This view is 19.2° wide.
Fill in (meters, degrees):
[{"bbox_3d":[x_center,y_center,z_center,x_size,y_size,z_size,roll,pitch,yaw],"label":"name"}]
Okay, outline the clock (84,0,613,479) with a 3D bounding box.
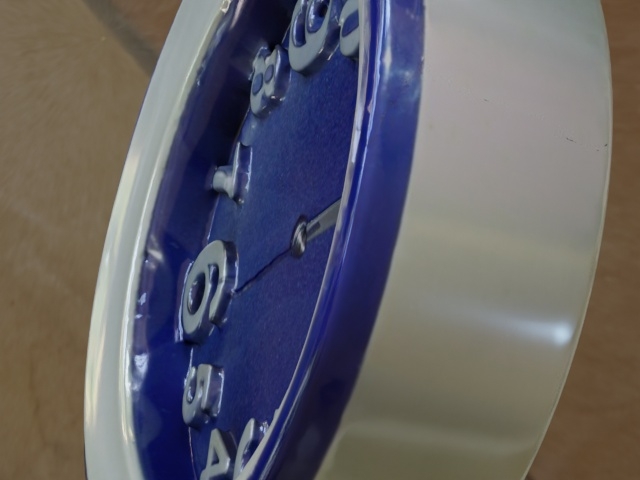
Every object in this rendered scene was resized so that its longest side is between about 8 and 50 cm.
[{"bbox_3d":[0.000,0.000,0.572,0.083,0.230,0.230,16,94,-21],"label":"clock"}]
